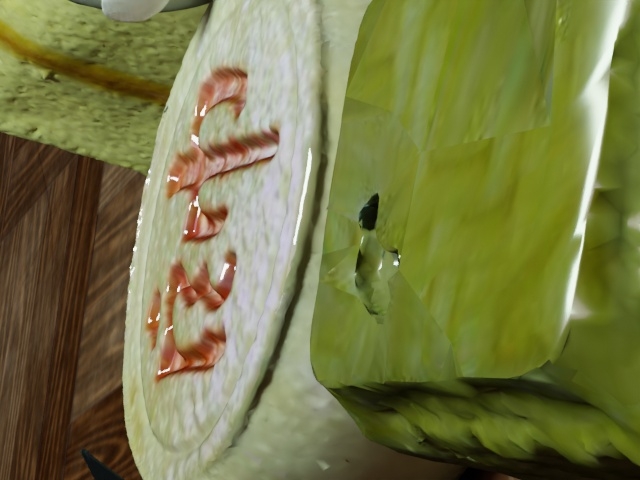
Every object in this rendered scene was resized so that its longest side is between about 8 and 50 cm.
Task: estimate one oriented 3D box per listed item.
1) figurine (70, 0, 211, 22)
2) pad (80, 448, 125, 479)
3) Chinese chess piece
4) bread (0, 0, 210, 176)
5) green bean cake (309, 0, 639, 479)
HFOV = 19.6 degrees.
[{"bbox_3d":[-0.124,-0.257,0.786,0.394,0.275,0.226,92,169,-62],"label":"figurine"},{"bbox_3d":[-0.045,0.181,0.828,0.163,0.004,0.243,64,164,-12],"label":"pad"},{"bbox_3d":[0.000,0.000,0.818,0.270,0.112,0.270,-168,90,-70],"label":"Chinese chess piece"},{"bbox_3d":[-0.111,-0.197,1.127,0.263,0.198,0.236,-39,35,58],"label":"bread"},{"bbox_3d":[0.097,-0.036,0.569,0.236,0.124,0.233,167,115,-68],"label":"green bean cake"}]
